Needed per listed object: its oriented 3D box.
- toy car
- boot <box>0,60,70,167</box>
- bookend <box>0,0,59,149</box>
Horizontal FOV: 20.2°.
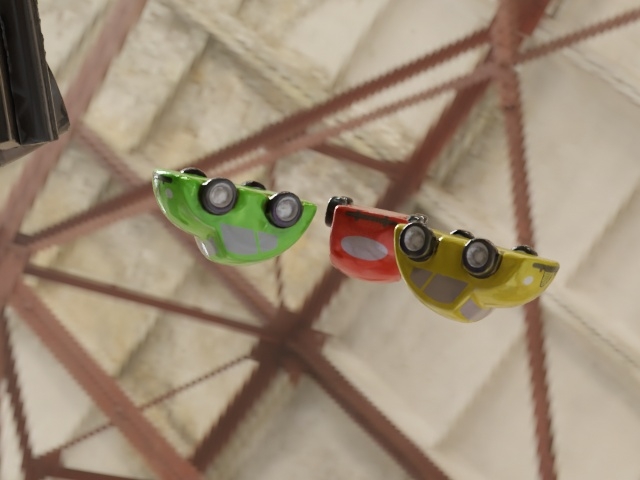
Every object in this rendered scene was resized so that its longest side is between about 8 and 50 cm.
[{"bbox_3d":[0.000,0.000,1.094,0.239,0.225,0.053,20,-82,65],"label":"toy car"},{"bbox_3d":[-0.316,-0.079,1.059,0.280,0.096,0.264,-24,-133,-13],"label":"boot"},{"bbox_3d":[-0.172,-0.057,0.595,0.157,0.156,0.072,-161,-118,-84],"label":"bookend"}]
